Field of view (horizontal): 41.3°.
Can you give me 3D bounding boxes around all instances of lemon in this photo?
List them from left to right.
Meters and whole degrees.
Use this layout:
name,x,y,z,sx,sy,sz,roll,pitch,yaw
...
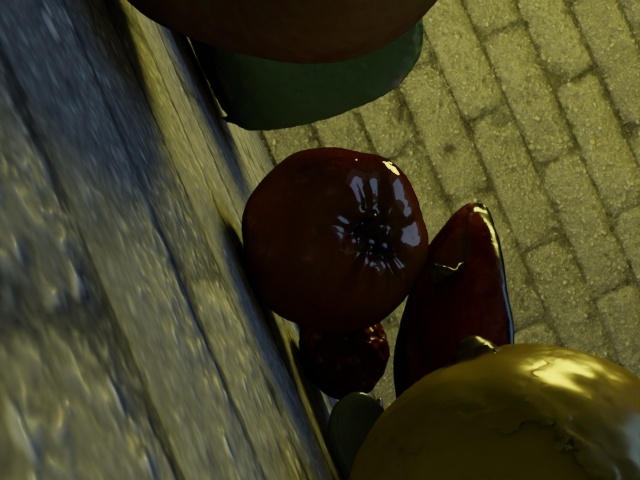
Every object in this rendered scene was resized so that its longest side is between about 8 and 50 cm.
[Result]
name,x,y,z,sx,sy,sz,roll,pitch,yaw
lemon,0.155,0.222,0.605,0.297,0.297,0.297,-24,90,-89

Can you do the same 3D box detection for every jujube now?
name,x,y,z,sx,sy,sz,roll,pitch,yaw
jujube,0.026,0.132,1.007,0.176,0.109,0.112,92,12,-73

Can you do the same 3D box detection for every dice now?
name,x,y,z,sx,sy,sz,roll,pitch,yaw
dice,-0.047,-0.377,1.340,0.330,0.318,0.322,43,-26,63

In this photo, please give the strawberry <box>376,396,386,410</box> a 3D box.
name,x,y,z,sx,sy,sz,roll,pitch,yaw
strawberry,0.128,0.351,1.306,0.228,0.097,0.174,-114,179,-73

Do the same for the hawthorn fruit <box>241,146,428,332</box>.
name,x,y,z,sx,sy,sz,roll,pitch,yaw
hawthorn fruit,0.000,0.000,0.885,0.225,0.196,0.197,-2,-66,62

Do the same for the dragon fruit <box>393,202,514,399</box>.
name,x,y,z,sx,sy,sz,roll,pitch,yaw
dragon fruit,0.134,0.131,0.875,0.282,0.100,0.344,-160,-107,-83

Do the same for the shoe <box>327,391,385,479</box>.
name,x,y,z,sx,sy,sz,roll,pitch,yaw
shoe,0.056,0.259,0.925,0.195,0.079,0.078,60,-33,-3

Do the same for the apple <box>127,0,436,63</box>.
name,x,y,z,sx,sy,sz,roll,pitch,yaw
apple,-0.037,-0.333,0.674,0.346,0.391,0.392,-77,146,-64
